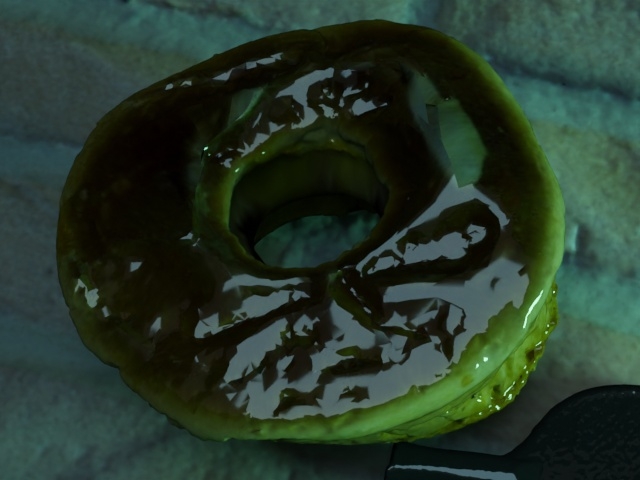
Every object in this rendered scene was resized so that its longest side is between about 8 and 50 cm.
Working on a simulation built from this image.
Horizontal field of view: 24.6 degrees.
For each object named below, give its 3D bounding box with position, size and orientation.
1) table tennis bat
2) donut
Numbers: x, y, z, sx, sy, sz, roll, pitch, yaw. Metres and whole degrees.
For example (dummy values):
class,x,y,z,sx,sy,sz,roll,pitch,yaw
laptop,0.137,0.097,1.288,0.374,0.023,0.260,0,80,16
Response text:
class,x,y,z,sx,sy,sz,roll,pitch,yaw
table tennis bat,0.158,0.155,0.926,0.236,0.027,0.150,5,60,11
donut,0.000,0.000,0.970,0.330,0.160,0.330,-4,66,9
